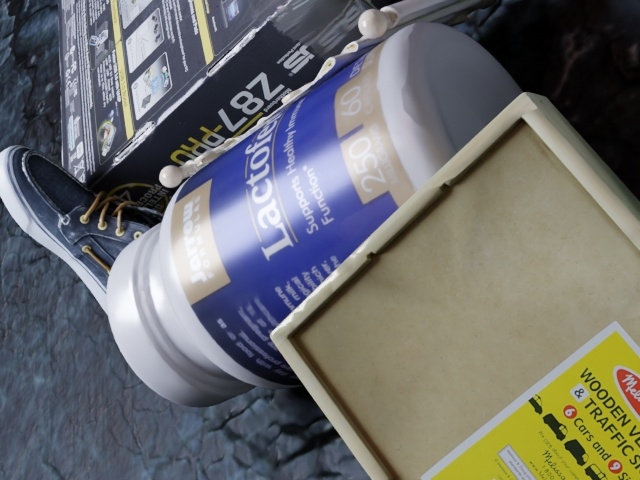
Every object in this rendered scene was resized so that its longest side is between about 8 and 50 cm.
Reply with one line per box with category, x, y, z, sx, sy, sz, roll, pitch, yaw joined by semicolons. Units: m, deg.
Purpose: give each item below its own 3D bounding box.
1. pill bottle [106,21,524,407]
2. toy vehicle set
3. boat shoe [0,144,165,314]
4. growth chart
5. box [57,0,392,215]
pill bottle;0.000;0.000;0.591;0.265;0.153;0.153;-30;50;34
toy vehicle set;0.114;0.092;0.415;0.166;0.035;0.267;-43;73;22
boat shoe;-0.167;-0.014;0.774;0.083;0.183;0.065;-27;23;29
growth chart;0.016;-0.107;0.645;0.237;0.172;0.021;-30;90;45
box;-0.113;-0.242;0.885;0.318;0.097;0.395;-39;46;29
